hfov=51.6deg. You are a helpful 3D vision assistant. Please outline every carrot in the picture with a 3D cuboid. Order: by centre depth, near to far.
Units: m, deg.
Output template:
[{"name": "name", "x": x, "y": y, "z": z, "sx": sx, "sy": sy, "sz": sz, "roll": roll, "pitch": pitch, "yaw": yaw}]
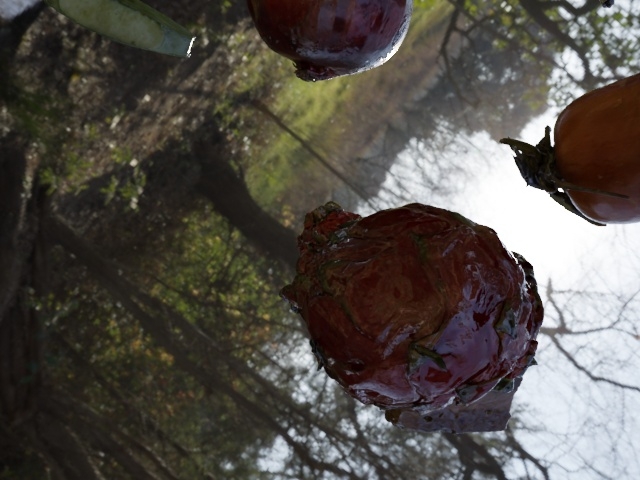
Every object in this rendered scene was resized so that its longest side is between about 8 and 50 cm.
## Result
[{"name": "carrot", "x": 0.422, "y": -0.117, "z": 0.893, "sx": 0.331, "sy": 0.193, "sz": 0.214, "roll": -12, "pitch": -132, "yaw": 43}]

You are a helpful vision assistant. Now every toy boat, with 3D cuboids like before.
[{"name": "toy boat", "x": -0.388, "y": -0.430, "z": 1.277, "sx": 0.055, "sy": 0.293, "sz": 0.093, "roll": -96, "pitch": -152, "yaw": -67}]

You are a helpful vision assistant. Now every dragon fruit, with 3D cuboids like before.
[{"name": "dragon fruit", "x": 0.093, "y": 0.079, "z": 0.738, "sx": 0.244, "sy": 0.298, "sz": 0.245, "roll": 6, "pitch": 90, "yaw": -66}, {"name": "dragon fruit", "x": 0.000, "y": 0.000, "z": 1.040, "sx": 0.162, "sy": 0.106, "sz": 0.083, "roll": -37, "pitch": 161, "yaw": 36}]

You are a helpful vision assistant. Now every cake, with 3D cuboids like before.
[{"name": "cake", "x": 0.200, "y": 0.129, "z": 0.996, "sx": 0.196, "sy": 0.198, "sz": 0.293, "roll": -94, "pitch": -168, "yaw": -56}]

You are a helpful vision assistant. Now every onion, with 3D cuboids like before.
[{"name": "onion", "x": 0.015, "y": -0.374, "z": 1.041, "sx": 0.276, "sy": 0.276, "sz": 0.276, "roll": -52, "pitch": -174, "yaw": 8}]

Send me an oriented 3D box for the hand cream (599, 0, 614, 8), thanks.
[{"name": "hand cream", "x": 0.471, "y": -0.423, "z": 1.107, "sx": 0.030, "sy": 0.019, "sz": 0.093, "roll": -16, "pitch": -121, "yaw": 24}]
